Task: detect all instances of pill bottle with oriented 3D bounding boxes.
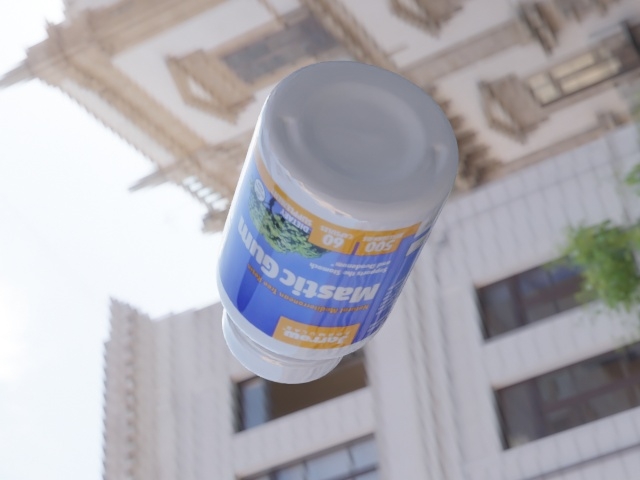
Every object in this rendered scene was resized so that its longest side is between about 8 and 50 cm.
[{"bbox_3d":[0.000,0.000,1.169,0.272,0.152,0.152,111,158,-51],"label":"pill bottle"}]
